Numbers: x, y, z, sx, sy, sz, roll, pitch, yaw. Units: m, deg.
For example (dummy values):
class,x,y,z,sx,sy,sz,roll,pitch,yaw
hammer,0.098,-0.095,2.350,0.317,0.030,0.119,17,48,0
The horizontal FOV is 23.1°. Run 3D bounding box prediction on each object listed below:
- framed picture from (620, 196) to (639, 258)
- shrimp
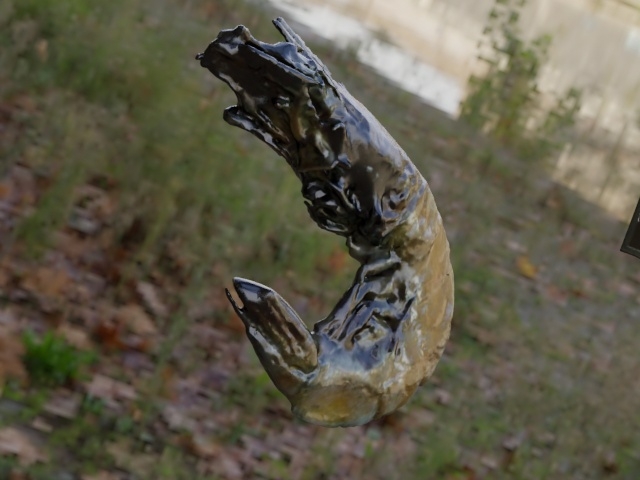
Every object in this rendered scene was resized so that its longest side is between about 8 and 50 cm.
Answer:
class,x,y,z,sx,sy,sz,roll,pitch,yaw
framed picture,0.303,-0.018,1.147,0.149,0.109,0.011,24,6,33
shrimp,0.000,0.000,1.202,0.071,0.233,0.365,4,-34,39
